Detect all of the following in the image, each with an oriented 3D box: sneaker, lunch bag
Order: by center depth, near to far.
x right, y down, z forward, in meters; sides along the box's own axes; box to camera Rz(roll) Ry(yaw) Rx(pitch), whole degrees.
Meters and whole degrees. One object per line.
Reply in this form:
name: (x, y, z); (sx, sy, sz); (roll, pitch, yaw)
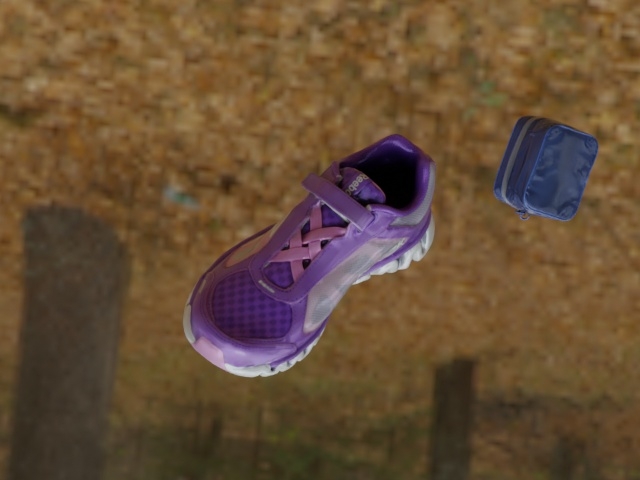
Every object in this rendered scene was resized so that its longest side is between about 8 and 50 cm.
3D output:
sneaker: (0.000, 0.000, 1.257); (0.095, 0.236, 0.104); (43, 145, 14)
lunch bag: (0.208, -0.065, 1.697); (0.067, 0.098, 0.065); (19, -176, -29)
